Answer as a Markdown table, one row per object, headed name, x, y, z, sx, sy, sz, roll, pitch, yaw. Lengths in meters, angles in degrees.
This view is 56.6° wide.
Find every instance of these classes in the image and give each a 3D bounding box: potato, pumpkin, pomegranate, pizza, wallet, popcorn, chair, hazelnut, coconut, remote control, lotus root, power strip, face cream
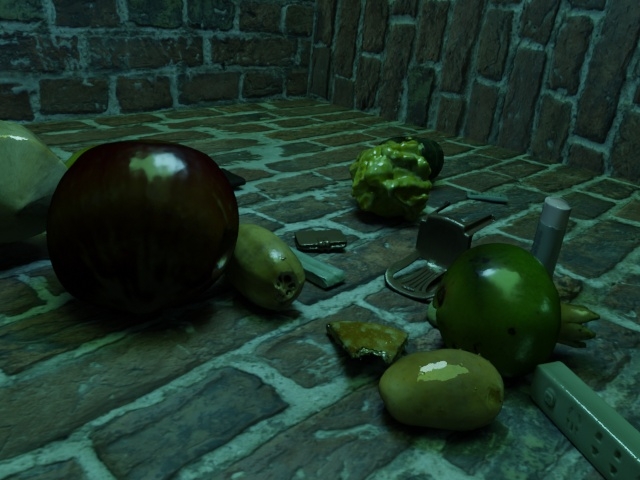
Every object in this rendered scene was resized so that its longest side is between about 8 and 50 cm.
| name | x | y | z | sx | sy | sz | roll | pitch | yaw |
| --- | --- | --- | --- | --- | --- | --- | --- | --- | --- |
| potato | 0.226 | 0.275 | 1.117 | 0.233 | 0.146 | 0.150 | 4 | -7 | -2 |
| pumpkin | 0.371 | -0.331 | 2.489 | 0.299 | 0.208 | 0.300 | -5 | 13 | 1 |
| pomegranate | 0.435 | 0.136 | 1.300 | 0.358 | 0.216 | 0.310 | 9 | 40 | 0 |
| pizza | 0.111 | 0.220 | 1.272 | 0.180 | 0.034 | 0.262 | 4 | 8 | -7 |
| wallet | 0.000 | 0.000 | 1.816 | 0.152 | 0.039 | 0.118 | -1 | 22 | -9 |
| popcorn | 0.249 | -0.215 | 2.064 | 0.311 | 0.313 | 0.312 | 5 | 23 | -2 |
| chair | 0.329 | 0.024 | 1.661 | 0.175 | 0.183 | 0.326 | 21 | 26 | 33 |
| hazelnut | -0.403 | -0.045 | 1.350 | 0.428 | 0.403 | 0.402 | -5 | 22 | 6 |
| coconut | -0.772 | -0.143 | 1.453 | 0.328 | 0.329 | 0.329 | 5 | 23 | -2 |
| remote control | 0.678 | -0.176 | 2.418 | 0.162 | 0.029 | 0.061 | 6 | 20 | 11 |
| lotus root | -0.161 | 0.050 | 1.486 | 0.151 | 0.169 | 0.342 | -11 | 29 | -30 |
| power strip | 0.499 | 0.345 | 1.062 | 0.062 | 0.091 | 0.385 | -4 | 24 | -16 |
| face cream | 0.618 | 0.019 | 1.630 | 0.073 | 0.270 | 0.107 | 7 | 22 | 2 |
| wallet | -0.449 | -0.206 | 2.183 | 0.321 | 0.044 | 0.170 | -18 | 32 | -38 |

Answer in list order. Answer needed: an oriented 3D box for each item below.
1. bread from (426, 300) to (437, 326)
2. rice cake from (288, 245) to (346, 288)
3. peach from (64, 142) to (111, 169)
| name | x | y | z | sx | sy | sz | roll | pitch | yaw |
| --- | --- | --- | --- | --- | --- | --- | --- | --- | --- |
| bread | 0.415 | 0.182 | 1.476 | 0.286 | 0.056 | 0.207 | -12 | 27 | -33 |
| rice cake | -0.040 | 0.070 | 1.636 | 0.226 | 0.040 | 0.085 | 23 | 29 | 35 |
| peach | -0.579 | -0.127 | 1.663 | 0.315 | 0.282 | 0.314 | 15 | 29 | 37 |
